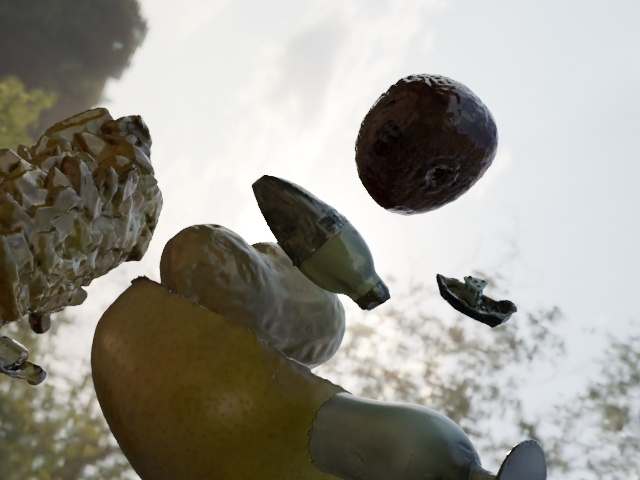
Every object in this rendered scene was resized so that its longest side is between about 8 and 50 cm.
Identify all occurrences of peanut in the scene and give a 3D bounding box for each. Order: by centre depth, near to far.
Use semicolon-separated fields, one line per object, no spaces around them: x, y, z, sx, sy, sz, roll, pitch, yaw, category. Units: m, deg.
-0.095;0.085;1.851;0.169;0.387;0.192;8;-103;37;peanut

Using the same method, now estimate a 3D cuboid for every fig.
0.098;-0.125;1.260;0.146;0.134;0.201;-23;-144;13;fig

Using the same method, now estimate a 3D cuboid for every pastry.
-0.206;0.002;0.899;0.250;0.102;0.154;-48;158;-57;pastry

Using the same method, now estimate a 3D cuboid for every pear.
-0.089;0.221;1.351;0.191;0.386;0.340;-58;168;-15;pear

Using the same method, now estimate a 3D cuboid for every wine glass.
0.088;0.192;1.083;0.202;0.093;0.093;10;-103;39;wine glass

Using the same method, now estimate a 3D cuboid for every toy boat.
0.143;0.051;1.156;0.038;0.083;0.038;-50;155;-34;toy boat

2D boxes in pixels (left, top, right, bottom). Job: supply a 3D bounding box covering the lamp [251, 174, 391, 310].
0.000;0.000;1.720;0.101;0.250;0.101;-42;176;-3;lamp
